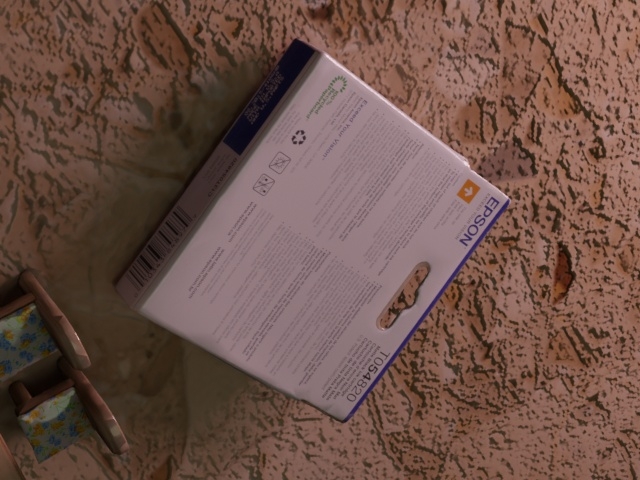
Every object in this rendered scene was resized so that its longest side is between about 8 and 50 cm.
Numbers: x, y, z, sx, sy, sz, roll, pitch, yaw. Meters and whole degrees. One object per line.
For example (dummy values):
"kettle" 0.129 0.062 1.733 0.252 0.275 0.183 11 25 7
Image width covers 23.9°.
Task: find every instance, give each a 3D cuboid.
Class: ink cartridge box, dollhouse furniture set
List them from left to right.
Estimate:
"dollhouse furniture set" -0.246 0.107 0.934 0.212 0.161 0.242 -30 125 -15
"ink cartridge box" 0.000 0.000 1.098 0.224 0.045 0.223 34 94 -38
